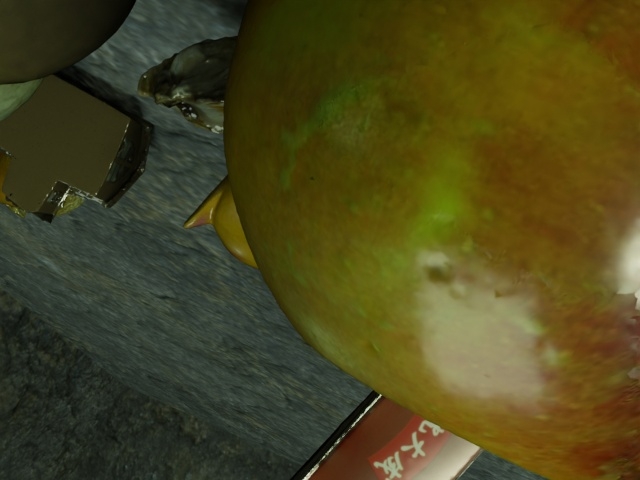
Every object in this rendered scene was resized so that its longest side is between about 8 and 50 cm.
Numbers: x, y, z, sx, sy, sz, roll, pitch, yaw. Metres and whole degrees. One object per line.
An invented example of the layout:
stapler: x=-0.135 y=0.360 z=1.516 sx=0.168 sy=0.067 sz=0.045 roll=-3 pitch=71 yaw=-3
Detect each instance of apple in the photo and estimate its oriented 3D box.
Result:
apple: x=0.124 y=-0.043 z=0.757 sx=0.374 sy=0.374 sz=0.384 roll=20 pitch=149 yaw=31

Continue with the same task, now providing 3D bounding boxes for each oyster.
oyster: x=-0.004 y=-0.128 z=1.162 sx=0.341 sy=0.110 sz=0.166 roll=13 pitch=163 yaw=37

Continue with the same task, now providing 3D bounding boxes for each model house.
model house: x=-0.316 y=-0.107 z=1.712 sx=0.180 sy=0.176 sz=0.248 roll=27 pitch=180 yaw=5

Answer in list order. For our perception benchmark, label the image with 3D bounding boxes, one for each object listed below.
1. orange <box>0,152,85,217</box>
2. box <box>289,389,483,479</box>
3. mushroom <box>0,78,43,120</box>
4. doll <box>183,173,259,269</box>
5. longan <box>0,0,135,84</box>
orange: x=-0.402 y=-0.092 z=1.908 sx=0.156 sy=0.134 sz=0.156 roll=41 pitch=169 yaw=10
box: x=0.086 y=0.239 z=1.557 sx=0.122 sy=0.344 sz=0.385 roll=43 pitch=171 yaw=5
mushroom: x=-0.430 y=-0.223 z=1.450 sx=0.267 sy=0.190 sz=0.164 roll=32 pitch=167 yaw=-12
doll: x=0.015 y=-0.007 z=1.397 sx=0.269 sy=0.166 sz=0.162 roll=37 pitch=122 yaw=10
longan: x=-0.238 y=-0.242 z=0.891 sx=0.297 sy=0.297 sz=0.297 roll=27 pitch=164 yaw=9
